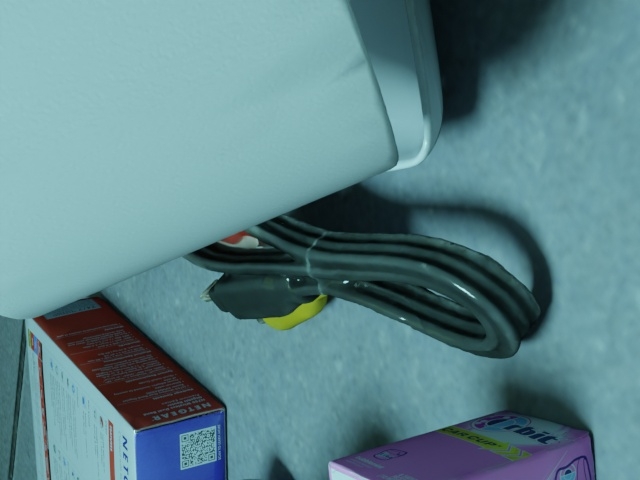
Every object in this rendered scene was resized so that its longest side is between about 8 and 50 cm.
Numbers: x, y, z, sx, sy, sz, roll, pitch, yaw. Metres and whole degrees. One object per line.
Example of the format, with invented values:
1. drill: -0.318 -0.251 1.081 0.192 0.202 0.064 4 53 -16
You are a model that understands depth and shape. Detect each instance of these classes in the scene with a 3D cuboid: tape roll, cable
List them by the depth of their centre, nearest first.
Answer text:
1. tape roll: -0.091 -0.110 0.411 0.246 0.169 0.246 -23 -90 -86
2. cable: 0.000 0.000 0.569 0.287 0.072 0.139 -7 123 53

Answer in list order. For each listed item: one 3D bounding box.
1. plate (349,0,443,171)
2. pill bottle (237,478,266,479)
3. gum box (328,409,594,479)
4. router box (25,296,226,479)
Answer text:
1. plate: -0.020 -0.171 0.589 0.278 0.045 0.277 -3 95 60
2. pill bottle: -0.060 0.256 0.735 0.087 0.087 0.160 52 140 40
3. gum box: 0.072 0.186 0.469 0.062 0.107 0.188 6 103 59
4. router box: -0.190 0.261 0.962 0.301 0.082 0.335 27 121 54
